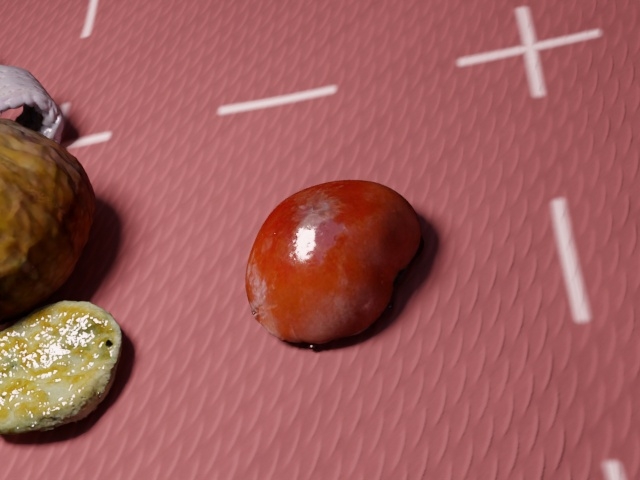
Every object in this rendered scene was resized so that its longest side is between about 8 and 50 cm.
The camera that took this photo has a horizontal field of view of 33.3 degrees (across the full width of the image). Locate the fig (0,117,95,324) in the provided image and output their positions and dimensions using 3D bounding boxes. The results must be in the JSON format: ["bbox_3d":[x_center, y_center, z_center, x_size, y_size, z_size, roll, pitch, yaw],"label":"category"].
[{"bbox_3d":[-0.451,-0.083,1.290,0.286,0.369,0.286,-15,35,11],"label":"fig"}]

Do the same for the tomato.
[{"bbox_3d":[0.000,0.000,1.210,0.199,0.112,0.228,7,49,29],"label":"tomato"}]

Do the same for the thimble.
[{"bbox_3d":[-0.453,-0.169,1.528,0.151,0.127,0.118,-38,45,-8],"label":"thimble"}]

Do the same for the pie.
[{"bbox_3d":[-0.314,0.148,1.239,0.186,0.041,0.187,-11,46,11],"label":"pie"}]
